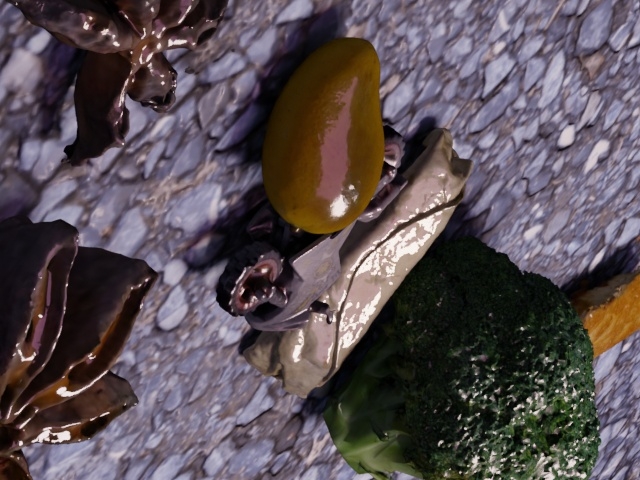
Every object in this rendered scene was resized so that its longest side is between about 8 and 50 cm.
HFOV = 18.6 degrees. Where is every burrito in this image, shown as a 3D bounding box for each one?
[{"bbox_3d":[0.042,0.021,1.742,0.275,0.059,0.082,-51,128,3],"label":"burrito"}]

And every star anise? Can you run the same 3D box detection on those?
[{"bbox_3d":[-0.255,0.102,1.354,0.332,0.117,0.331,-31,153,-18],"label":"star anise"},{"bbox_3d":[-0.117,-0.148,1.295,0.172,0.063,0.208,-41,151,-19],"label":"star anise"}]

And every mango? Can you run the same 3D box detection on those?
[{"bbox_3d":[0.006,-0.084,1.535,0.103,0.076,0.161,-3,115,-33],"label":"mango"}]

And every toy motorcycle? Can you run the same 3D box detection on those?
[{"bbox_3d":[0.000,0.000,1.638,0.215,0.080,0.122,-44,152,-20],"label":"toy motorcycle"}]

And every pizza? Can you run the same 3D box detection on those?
[{"bbox_3d":[0.315,0.090,2.236,0.271,0.056,0.134,-26,147,-35],"label":"pizza"}]

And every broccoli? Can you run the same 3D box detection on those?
[{"bbox_3d":[0.140,0.150,1.861,0.275,0.307,0.308,-29,158,20],"label":"broccoli"}]
